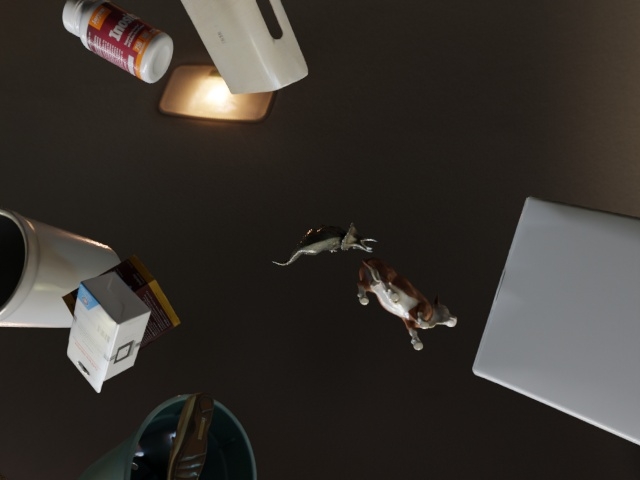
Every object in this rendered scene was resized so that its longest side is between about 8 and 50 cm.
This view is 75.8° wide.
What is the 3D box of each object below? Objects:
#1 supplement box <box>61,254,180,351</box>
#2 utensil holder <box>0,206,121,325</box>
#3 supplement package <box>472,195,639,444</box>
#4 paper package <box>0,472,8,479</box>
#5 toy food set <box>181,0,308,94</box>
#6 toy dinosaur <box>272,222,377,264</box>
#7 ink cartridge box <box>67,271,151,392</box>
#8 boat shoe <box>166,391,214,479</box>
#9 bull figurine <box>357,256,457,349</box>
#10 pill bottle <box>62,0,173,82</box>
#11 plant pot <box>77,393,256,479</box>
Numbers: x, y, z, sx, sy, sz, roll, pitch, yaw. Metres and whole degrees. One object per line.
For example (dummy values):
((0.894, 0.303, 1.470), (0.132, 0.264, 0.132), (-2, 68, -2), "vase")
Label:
((-0.509, 0.182, 1.069), (0.194, 0.192, 0.129), (-36, -129, -25), "supplement box")
((-0.869, 0.108, 1.271), (0.326, 0.385, 0.328), (-3, -103, 12), "utensil holder")
((0.323, 0.086, 0.373), (0.292, 0.175, 0.178), (19, -85, 32), "supplement package")
((-0.290, 0.272, 0.132), (0.168, 0.325, 0.310), (36, -102, 7), "paper package")
((-0.152, -0.407, 0.789), (0.092, 0.220, 0.306), (-37, -149, -17), "toy food set")
((0.000, 0.000, 1.289), (0.313, 0.160, 0.121), (-7, -95, -16), "toy dinosaur")
((-0.359, 0.155, 0.690), (0.104, 0.060, 0.180), (40, -59, 17), "ink cartridge box")
((-0.268, 0.404, 0.821), (0.072, 0.068, 0.190), (-19, -138, 32), "boat shoe")
((0.224, 0.165, 1.080), (0.310, 0.188, 0.101), (36, -69, -4), "bull figurine")
((-0.330, -0.334, 0.674), (0.151, 0.086, 0.086), (28, -102, -7), "pill bottle")
((-0.386, 0.586, 0.961), (0.334, 0.341, 0.342), (-33, -114, 26), "plant pot")
